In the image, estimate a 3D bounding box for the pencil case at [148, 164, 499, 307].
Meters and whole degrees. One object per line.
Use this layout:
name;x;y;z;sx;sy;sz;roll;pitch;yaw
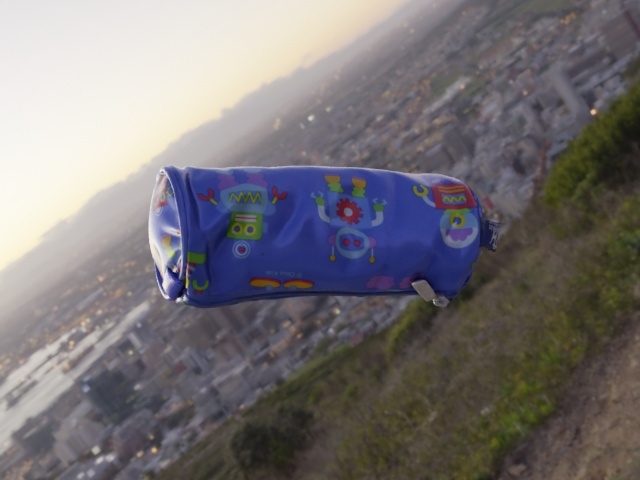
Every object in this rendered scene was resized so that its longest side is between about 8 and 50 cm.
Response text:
pencil case;0.000;0.000;0.817;0.306;0.133;0.119;1;-30;-17
